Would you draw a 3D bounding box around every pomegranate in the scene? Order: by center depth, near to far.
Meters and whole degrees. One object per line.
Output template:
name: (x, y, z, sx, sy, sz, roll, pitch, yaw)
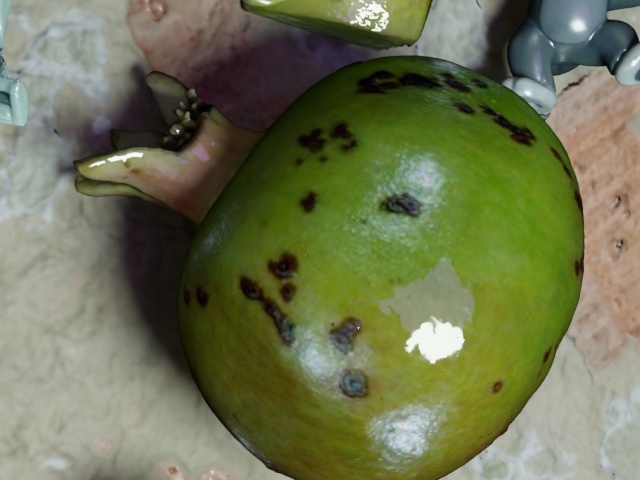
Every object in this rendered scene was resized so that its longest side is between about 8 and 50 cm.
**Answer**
pomegranate: (0.021, -0.010, 0.922, 0.291, 0.291, 0.323, -39, 95, -23)

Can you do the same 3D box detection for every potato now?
potato: (0.020, -0.223, 1.032, 0.120, 0.081, 0.149, 10, 83, -28)

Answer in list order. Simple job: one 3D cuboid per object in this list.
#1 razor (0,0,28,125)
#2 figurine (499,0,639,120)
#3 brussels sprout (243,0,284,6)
razor: (-0.210, -0.211, 0.937, 0.111, 0.056, 0.278, 10, 74, 10)
figurine: (0.230, -0.206, 1.107, 0.193, 0.140, 0.265, 22, 90, -1)
brussels sprout: (-0.018, -0.363, 0.879, 0.425, 0.361, 0.342, 25, 121, -30)
